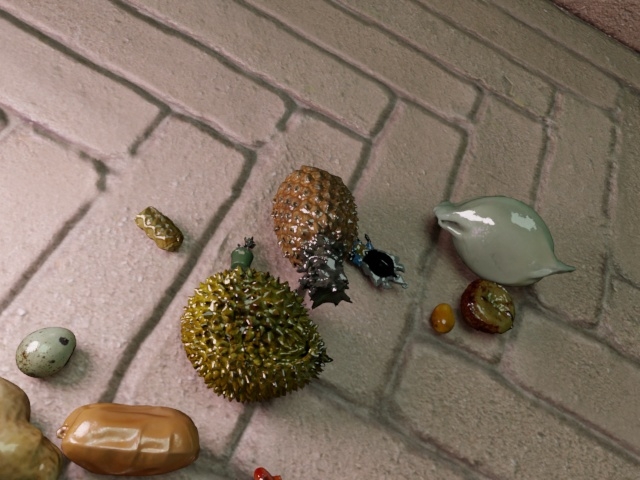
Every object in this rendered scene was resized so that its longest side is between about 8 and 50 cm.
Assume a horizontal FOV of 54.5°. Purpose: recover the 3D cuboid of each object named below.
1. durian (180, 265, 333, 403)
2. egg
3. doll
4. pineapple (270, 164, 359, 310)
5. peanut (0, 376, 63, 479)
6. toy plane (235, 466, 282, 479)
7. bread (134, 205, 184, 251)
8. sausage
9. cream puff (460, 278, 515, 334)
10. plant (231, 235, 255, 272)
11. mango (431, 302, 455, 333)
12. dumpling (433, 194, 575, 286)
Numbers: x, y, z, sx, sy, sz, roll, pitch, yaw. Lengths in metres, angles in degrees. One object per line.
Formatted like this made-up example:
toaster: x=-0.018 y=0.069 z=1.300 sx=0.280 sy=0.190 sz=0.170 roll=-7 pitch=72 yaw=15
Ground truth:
durian: x=-0.130 y=0.185 z=1.204 sx=0.293 sy=0.258 sz=0.258 roll=48 pitch=53 yaw=-4
egg: x=-0.495 y=0.201 z=1.127 sx=0.085 sy=0.085 sz=0.110 roll=48 pitch=41 yaw=11
doll: x=0.132 y=0.053 z=1.498 sx=0.195 sy=0.070 sz=0.096 roll=38 pitch=68 yaw=12
pineapple: x=0.000 y=0.000 z=1.346 sx=0.201 sy=0.202 sz=0.362 roll=10 pitch=33 yaw=-17
peanut: x=-0.530 y=0.312 z=1.018 sx=0.137 sy=0.122 sz=0.253 roll=-30 pitch=76 yaw=-42
toy plane: x=-0.077 y=0.507 z=1.117 sx=0.126 sy=0.077 sz=0.194 roll=-4 pitch=70 yaw=-15
bread: x=-0.345 y=-0.022 z=1.350 sx=0.110 sy=0.060 sz=0.066 roll=43 pitch=22 yaw=7
sausage: x=-0.329 y=0.345 z=1.077 sx=0.241 sy=0.136 sz=0.120 roll=8 pitch=63 yaw=-13
cream puff: x=0.407 y=0.169 z=1.529 sx=0.149 sy=0.084 sz=0.149 roll=13 pitch=57 yaw=-20
plant: x=-0.174 y=0.028 z=1.398 sx=0.051 sy=0.051 sz=0.102 roll=19 pitch=41 yaw=-11
mango: x=0.297 y=0.185 z=1.498 sx=0.060 sy=0.046 sz=0.089 roll=34 pitch=40 yaw=-2
dumpling: x=0.450 y=0.003 z=1.591 sx=0.211 sy=0.270 sz=0.321 roll=-31 pitch=86 yaw=-13
